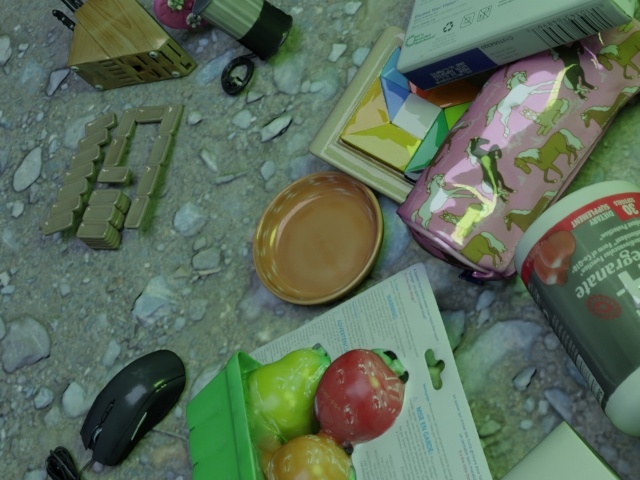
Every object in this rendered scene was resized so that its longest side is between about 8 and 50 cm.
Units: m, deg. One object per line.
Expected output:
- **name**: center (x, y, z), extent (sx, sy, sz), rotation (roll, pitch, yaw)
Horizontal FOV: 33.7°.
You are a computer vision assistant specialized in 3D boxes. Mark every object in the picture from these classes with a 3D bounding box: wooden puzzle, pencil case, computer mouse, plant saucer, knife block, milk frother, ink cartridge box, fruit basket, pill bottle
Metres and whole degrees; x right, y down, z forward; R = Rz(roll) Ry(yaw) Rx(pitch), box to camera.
- **wooden puzzle**: center (0.130, -0.165, 1.450), extent (0.238, 0.044, 0.221), rotation (30, 83, 21)
- **pencil case**: center (0.264, -0.130, 1.324), extent (0.386, 0.167, 0.160), rotation (-55, 21, -3)
- **computer mouse**: center (-0.278, 0.281, 1.483), extent (0.262, 0.060, 0.184), rotation (-45, 54, 4)
- **plant saucer**: center (0.000, 0.000, 1.477), extent (0.200, 0.037, 0.200), rotation (-11, 64, 23)
- **knife block**: center (-0.332, -0.385, 1.794), extent (0.275, 0.088, 0.242), rotation (-4, 67, 27)
- **milk frother**: center (-0.141, -0.319, 1.635), extent (0.129, 0.134, 0.143), rotation (-4, 59, 61)
- **ink cartridge box**: center (0.262, -0.374, 1.333), extent (0.324, 0.071, 0.330), rotation (-12, 54, 49)
- **fruit basket**: center (0.015, 0.230, 1.279), extent (0.353, 0.165, 0.327), rotation (-26, 46, 13)
- **pill bottle**: center (0.360, 0.102, 1.155), extent (0.176, 0.176, 0.318), rotation (-34, 57, 11)

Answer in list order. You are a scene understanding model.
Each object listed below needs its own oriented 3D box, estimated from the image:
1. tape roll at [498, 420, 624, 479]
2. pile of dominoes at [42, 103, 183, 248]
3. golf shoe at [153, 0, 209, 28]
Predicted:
- **tape roll**: center (0.270, 0.327, 1.061), extent (0.169, 0.246, 0.246), rotation (-43, 55, 5)
- **pile of dominoes**: center (-0.330, -0.104, 1.713), extent (0.196, 0.040, 0.251), rotation (0, 60, 29)
- **golf shoe**: center (-0.150, -0.465, 1.734), extent (0.306, 0.115, 0.140), rotation (-36, 46, 2)
